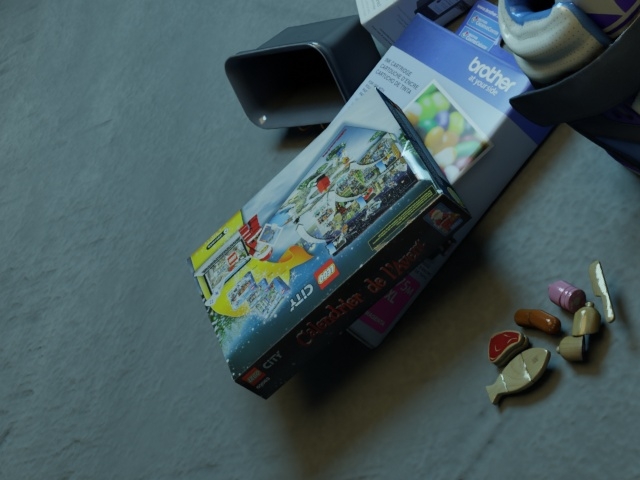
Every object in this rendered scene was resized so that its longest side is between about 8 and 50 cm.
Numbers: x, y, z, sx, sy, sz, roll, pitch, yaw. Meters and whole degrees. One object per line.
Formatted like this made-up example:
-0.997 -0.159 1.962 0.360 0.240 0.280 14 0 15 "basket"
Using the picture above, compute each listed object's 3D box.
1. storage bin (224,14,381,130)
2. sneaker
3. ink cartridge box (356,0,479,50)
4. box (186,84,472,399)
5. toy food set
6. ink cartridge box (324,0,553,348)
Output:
-0.007 -0.166 1.326 0.135 0.098 0.091 -2 34 44 "storage bin"
0.252 -0.105 0.907 0.130 0.236 0.323 -55 39 -2 "sneaker"
0.107 -0.265 1.297 0.150 0.063 0.109 -32 44 23 "ink cartridge box"
0.000 0.000 1.135 0.233 0.044 0.159 -42 42 14 "box"
0.174 0.070 1.029 0.122 0.019 0.078 -36 42 31 "toy food set"
0.084 -0.078 1.191 0.311 0.065 0.186 -50 40 1 "ink cartridge box"
